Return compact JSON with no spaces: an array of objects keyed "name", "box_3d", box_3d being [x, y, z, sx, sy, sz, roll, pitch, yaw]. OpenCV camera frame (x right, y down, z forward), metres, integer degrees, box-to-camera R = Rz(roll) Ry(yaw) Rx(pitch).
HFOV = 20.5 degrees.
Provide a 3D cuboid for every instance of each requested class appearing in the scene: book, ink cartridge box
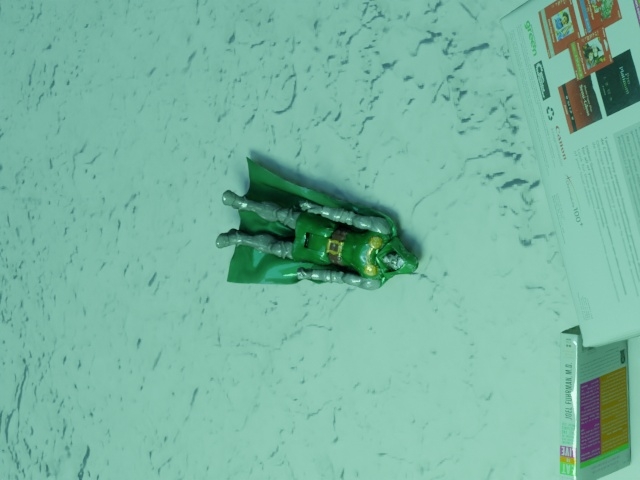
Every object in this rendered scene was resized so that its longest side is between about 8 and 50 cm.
[{"name":"book","box_3d":[0.254,0.149,1.650,0.035,0.096,0.144,6,101,35]},{"name":"ink cartridge box","box_3d":[0.299,-0.088,1.474,0.272,0.130,0.309,153,105,-66]}]

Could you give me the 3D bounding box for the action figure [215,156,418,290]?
[{"name":"action figure","box_3d":[0.000,0.000,1.834,0.232,0.063,0.137,13,102,30]}]
